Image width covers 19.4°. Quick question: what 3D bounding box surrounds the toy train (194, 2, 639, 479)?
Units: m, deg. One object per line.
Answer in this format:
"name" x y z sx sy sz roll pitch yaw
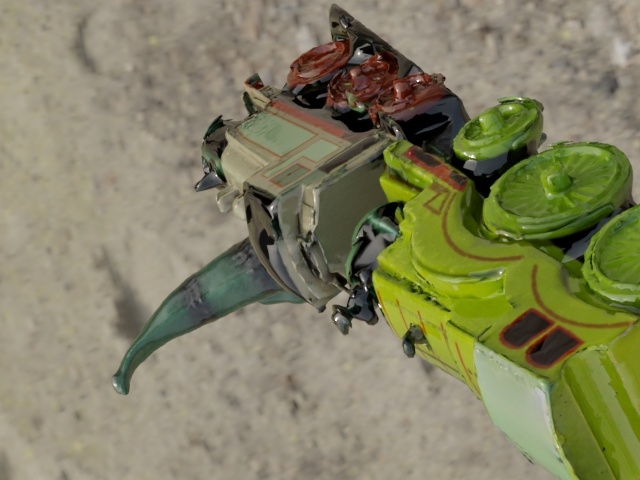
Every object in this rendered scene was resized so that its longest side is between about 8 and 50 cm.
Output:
"toy train" 0.031 -0.007 0.516 0.053 0.085 0.249 63 168 -27

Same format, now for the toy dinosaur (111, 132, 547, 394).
"toy dinosaur" 0.002 -0.005 1.133 0.292 0.120 0.079 -24 101 12
